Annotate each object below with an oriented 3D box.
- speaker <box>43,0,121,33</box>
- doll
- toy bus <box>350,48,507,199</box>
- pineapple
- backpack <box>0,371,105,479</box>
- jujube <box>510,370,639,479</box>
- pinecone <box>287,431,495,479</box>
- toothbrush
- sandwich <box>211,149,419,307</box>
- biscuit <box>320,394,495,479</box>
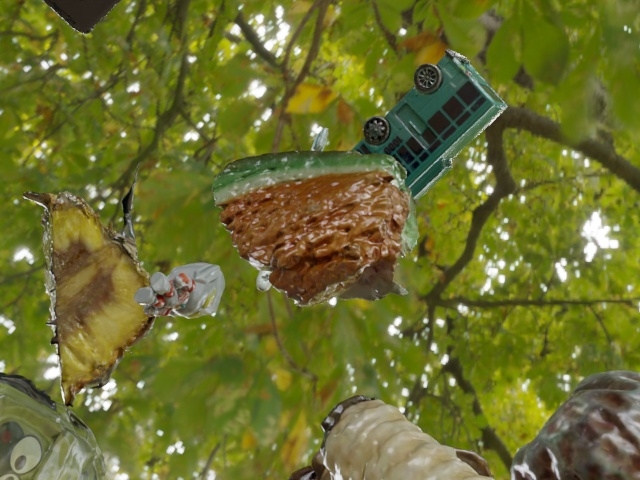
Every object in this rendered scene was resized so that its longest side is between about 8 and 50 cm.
[{"bbox_3d":[-0.299,-0.432,1.026,0.232,0.184,0.254,-40,-56,10],"label":"speaker"},{"bbox_3d":[-0.170,0.063,1.070,0.094,0.180,0.079,-44,-103,12],"label":"doll"},{"bbox_3d":[0.107,-0.111,0.892,0.160,0.079,0.092,-44,-102,20],"label":"toy bus"},{"bbox_3d":[-0.315,0.046,1.214,0.158,0.161,0.335,-11,-68,-16],"label":"pineapple"},{"bbox_3d":[-0.381,0.275,1.036,0.140,0.207,0.253,10,-25,38],"label":"backpack"},{"bbox_3d":[0.337,0.254,0.788,0.317,0.226,0.226,36,-52,9],"label":"jujube"},{"bbox_3d":[0.047,0.234,0.597,0.207,0.208,0.208,9,-54,13],"label":"pinecone"},{"bbox_3d":[-0.032,-0.042,1.063,0.022,0.263,0.026,24,-35,-6],"label":"toothbrush"},{"bbox_3d":[-0.008,0.000,0.743,0.184,0.160,0.109,-4,-45,20],"label":"sandwich"},{"bbox_3d":[0.071,0.143,0.420,0.219,0.061,0.055,26,-40,51],"label":"biscuit"}]
